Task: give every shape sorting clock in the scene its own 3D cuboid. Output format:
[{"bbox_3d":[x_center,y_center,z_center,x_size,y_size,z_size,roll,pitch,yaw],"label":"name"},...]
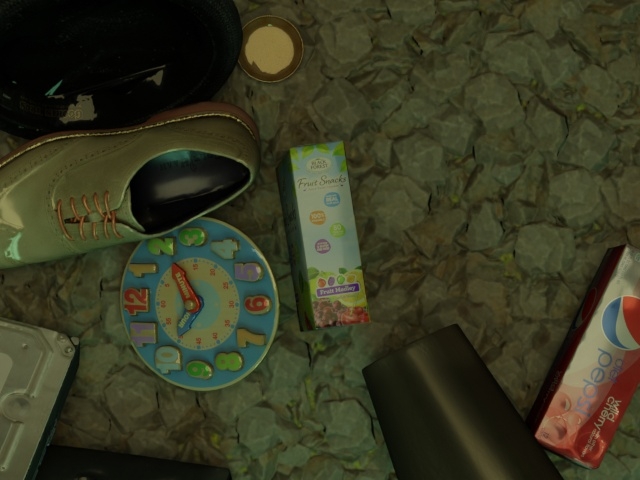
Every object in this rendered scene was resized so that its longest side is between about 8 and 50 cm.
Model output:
[{"bbox_3d":[-0.145,0.074,1.615,0.206,0.040,0.206,2,95,24],"label":"shape sorting clock"}]

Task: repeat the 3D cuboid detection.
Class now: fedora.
[{"bbox_3d":[-0.263,-0.255,1.585,0.334,0.334,0.152,-11,57,-5],"label":"fedora"}]

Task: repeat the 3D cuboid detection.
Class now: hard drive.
[{"bbox_3d":[-0.465,0.171,1.541,0.339,0.064,0.237,15,49,1],"label":"hard drive"}]

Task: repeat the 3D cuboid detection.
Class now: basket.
[{"bbox_3d":[0.152,0.226,1.605,0.204,0.154,0.227,-33,78,36],"label":"basket"}]

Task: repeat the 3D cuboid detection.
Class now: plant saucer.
[{"bbox_3d":[-0.063,-0.234,1.691,0.083,0.015,0.083,0,86,-3],"label":"plant saucer"}]

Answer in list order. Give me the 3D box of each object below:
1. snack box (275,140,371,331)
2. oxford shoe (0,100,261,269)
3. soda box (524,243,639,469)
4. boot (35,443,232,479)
[{"bbox_3d":[0.000,0.000,1.599,0.070,0.174,0.207,-7,86,-8],"label":"snack box"},{"bbox_3d":[-0.258,-0.053,1.577,0.397,0.146,0.140,-22,112,2],"label":"oxford shoe"},{"bbox_3d":[0.340,0.139,1.658,0.092,0.083,0.263,27,84,-2],"label":"soda box"},{"bbox_3d":[-0.337,0.410,1.573,0.445,0.146,0.367,9,87,-8],"label":"boot"}]
